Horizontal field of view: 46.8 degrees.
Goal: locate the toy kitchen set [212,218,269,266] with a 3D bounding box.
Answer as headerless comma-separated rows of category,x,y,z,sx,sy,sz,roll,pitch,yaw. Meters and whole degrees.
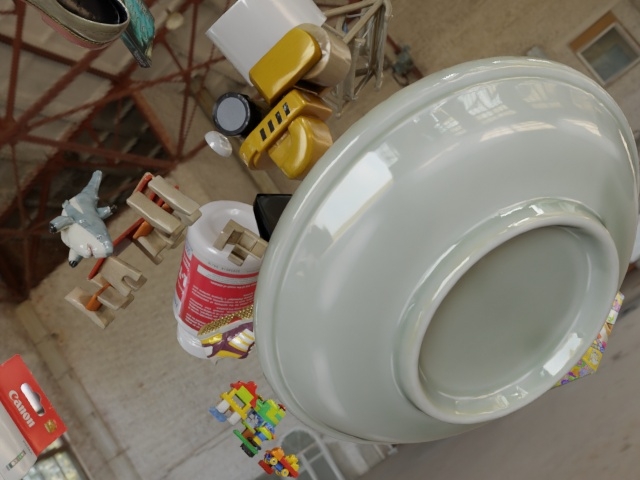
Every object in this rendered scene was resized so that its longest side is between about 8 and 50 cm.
toy kitchen set,-0.145,0.021,1.286,0.068,0.083,0.075,-56,5,18

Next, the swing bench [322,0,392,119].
swing bench,0.086,-0.516,2.010,0.254,0.165,0.253,-36,-29,-26

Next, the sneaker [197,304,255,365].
sneaker,-0.138,0.178,1.417,0.185,0.084,0.069,-19,17,10

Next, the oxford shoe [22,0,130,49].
oxford shoe,-0.433,-0.415,1.084,0.130,0.348,0.123,4,71,55

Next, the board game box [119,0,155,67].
board game box,-0.394,-0.463,1.544,0.026,0.126,0.186,-3,-18,9

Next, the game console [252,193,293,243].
game console,0.000,0.000,1.549,0.044,0.213,0.361,-32,-15,30

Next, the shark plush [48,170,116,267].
shark plush,-0.294,-0.028,0.958,0.067,0.073,0.161,-12,31,2

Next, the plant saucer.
plant saucer,0.143,0.049,0.644,0.400,0.100,0.400,-14,-54,-20

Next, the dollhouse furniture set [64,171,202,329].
dollhouse furniture set,-0.336,-0.013,1.339,0.262,0.135,0.259,-49,4,30

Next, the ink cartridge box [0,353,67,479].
ink cartridge box,-0.552,0.322,1.291,0.056,0.181,0.224,-22,12,34

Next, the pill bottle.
pill bottle,-0.261,0.115,1.937,0.229,0.229,0.408,-25,-34,-42

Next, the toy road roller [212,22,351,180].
toy road roller,-0.042,-0.275,1.600,0.329,0.240,0.202,-44,-13,19

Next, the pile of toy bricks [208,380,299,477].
pile of toy bricks,-0.110,0.348,1.415,0.105,0.212,0.118,-46,11,-27

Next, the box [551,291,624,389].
box,0.580,0.227,1.904,0.279,0.177,0.290,-49,4,-39

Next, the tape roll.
tape roll,-0.130,-0.509,1.764,0.246,0.169,0.246,-38,16,13

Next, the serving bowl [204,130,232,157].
serving bowl,-0.259,-0.254,1.914,0.027,0.083,0.083,-44,-14,20
